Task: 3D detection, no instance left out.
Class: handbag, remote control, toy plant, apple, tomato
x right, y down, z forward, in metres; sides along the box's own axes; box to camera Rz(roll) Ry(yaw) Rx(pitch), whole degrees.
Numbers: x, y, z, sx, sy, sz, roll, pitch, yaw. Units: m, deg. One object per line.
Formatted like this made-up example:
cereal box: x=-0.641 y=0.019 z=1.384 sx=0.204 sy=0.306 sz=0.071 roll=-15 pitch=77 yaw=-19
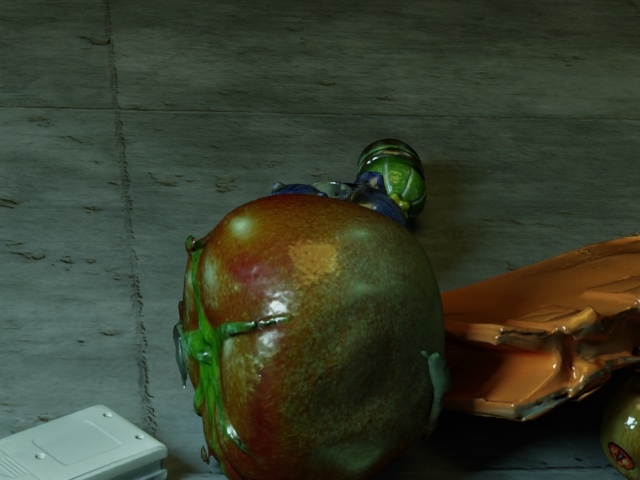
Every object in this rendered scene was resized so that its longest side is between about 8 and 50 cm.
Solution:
handbag: x=0.291 y=0.086 z=1.847 sx=0.410 sy=0.116 sz=0.303 roll=-15 pitch=8 yaw=-26
remote control: x=-0.284 y=0.234 z=1.637 sx=0.277 sy=0.055 sz=0.103 roll=-17 pitch=33 yaw=-40
toy plant: x=0.094 y=-0.073 z=2.316 sx=0.093 sy=0.092 sz=0.162 roll=3 pitch=28 yaw=-3
apple: x=0.350 y=0.194 z=1.775 sx=0.126 sy=0.102 sz=0.126 roll=4 pitch=26 yaw=-2
tomato: x=-0.006 y=0.101 z=1.698 sx=0.239 sy=0.303 sz=0.303 roll=-6 pitch=27 yaw=-18

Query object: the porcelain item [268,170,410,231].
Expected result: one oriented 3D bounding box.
porcelain item: x=0.000 y=0.000 z=2.034 sx=0.138 sy=0.186 sz=0.288 roll=17 pitch=26 yaw=28
